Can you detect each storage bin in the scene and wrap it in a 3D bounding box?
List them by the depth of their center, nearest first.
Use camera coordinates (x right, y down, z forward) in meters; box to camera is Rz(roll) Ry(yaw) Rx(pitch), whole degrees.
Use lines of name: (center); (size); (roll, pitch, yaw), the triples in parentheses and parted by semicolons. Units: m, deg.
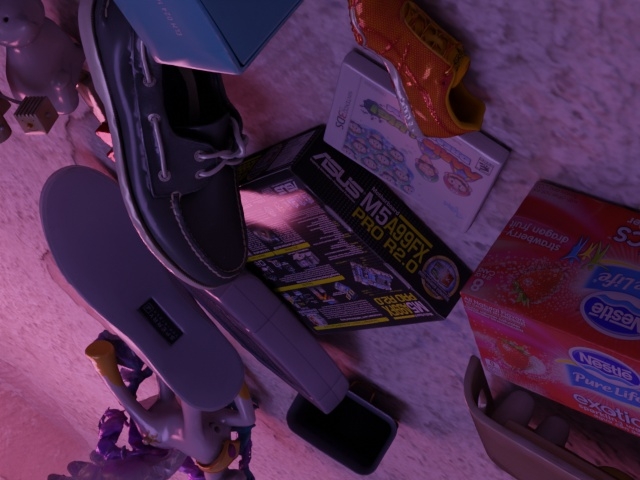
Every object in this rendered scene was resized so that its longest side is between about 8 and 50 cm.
storage bin: (0.039, 0.228, 1.689); (0.135, 0.098, 0.091); (31, -176, 14)

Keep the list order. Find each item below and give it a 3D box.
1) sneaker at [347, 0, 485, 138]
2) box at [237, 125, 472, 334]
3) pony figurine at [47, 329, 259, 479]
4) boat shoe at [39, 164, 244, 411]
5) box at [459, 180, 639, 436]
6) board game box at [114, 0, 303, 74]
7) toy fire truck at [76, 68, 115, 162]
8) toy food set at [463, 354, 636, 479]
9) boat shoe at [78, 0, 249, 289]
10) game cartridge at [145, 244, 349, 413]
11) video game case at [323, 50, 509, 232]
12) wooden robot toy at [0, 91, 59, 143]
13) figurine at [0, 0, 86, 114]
sneaker: (0.073, -0.147, 0.978); (0.067, 0.064, 0.175); (-7, 140, 32)
box: (0.000, 0.000, 1.340); (0.216, 0.060, 0.270); (43, 157, -15)
pony figurine: (-0.235, 0.292, 2.017); (0.351, 0.303, 0.363); (12, 132, 30)
boat shoe: (-0.236, 0.056, 1.703); (0.367, 0.136, 0.156); (51, 170, -15)
box: (0.254, 0.068, 1.015); (0.257, 0.128, 0.122); (22, 153, 33)
board game box: (-0.069, -0.291, 0.640); (0.079, 0.253, 0.336); (15, 148, 44)
toy fire truck: (-0.232, -0.141, 1.421); (0.135, 0.047, 0.192); (44, 156, -12)
toy food set: (0.289, 0.228, 1.343); (0.306, 0.092, 0.219); (30, 167, 21)
boat shoe: (-0.124, -0.093, 1.213); (0.099, 0.116, 0.319); (0, 118, 37)
game cartridge: (-0.078, 0.094, 1.553); (0.196, 0.060, 0.294); (39, 171, 40)
video game case: (0.077, -0.081, 1.127); (0.157, 0.019, 0.143); (34, 157, 8)
wooden robot toy: (-0.345, -0.145, 1.295); (0.173, 0.076, 0.079); (19, 148, 34)
figurine: (-0.340, -0.224, 1.296); (0.215, 0.092, 0.209); (29, 171, 9)
